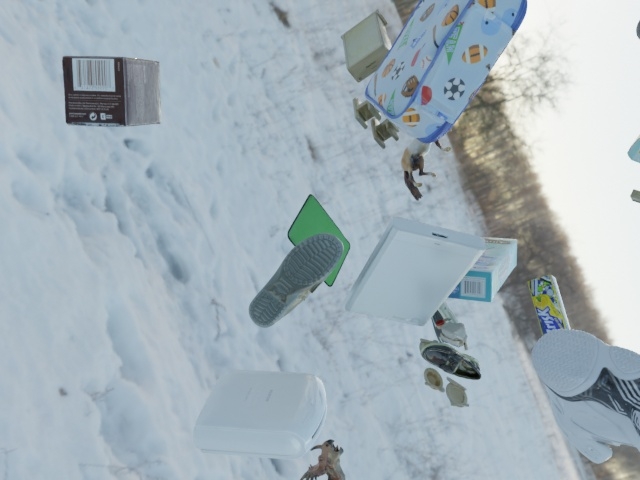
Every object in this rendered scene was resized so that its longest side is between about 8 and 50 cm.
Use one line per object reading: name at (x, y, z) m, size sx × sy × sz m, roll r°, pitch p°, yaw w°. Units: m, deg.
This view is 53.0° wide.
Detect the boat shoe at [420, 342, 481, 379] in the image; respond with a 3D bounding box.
boat shoe at (0.297, 0.272, 1.437) m, size 0.152 × 0.056 × 0.049 m, roll 18°, pitch 18°, yaw -15°

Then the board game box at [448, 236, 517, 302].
board game box at (0.344, 0.059, 1.640) m, size 0.336 × 0.253 × 0.079 m, roll -27°, pitch 118°, yaw -61°

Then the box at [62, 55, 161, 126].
box at (-0.524, -0.378, 1.635) m, size 0.203 × 0.168 × 0.167 m, roll -47°, pitch 139°, yaw -73°

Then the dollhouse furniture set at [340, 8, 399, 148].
dollhouse furniture set at (0.164, -0.380, 1.486) m, size 0.242 × 0.212 × 0.161 m, roll 42°, pitch 30°, yaw -36°

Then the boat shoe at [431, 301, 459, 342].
boat shoe at (0.342, 0.201, 1.965) m, size 0.084 × 0.079 × 0.233 m, roll -17°, pitch 78°, yaw -58°

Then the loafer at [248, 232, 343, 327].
loafer at (-0.052, 0.082, 1.378) m, size 0.094 × 0.251 × 0.087 m, roll 48°, pitch 2°, yaw 9°

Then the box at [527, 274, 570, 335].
box at (0.547, 0.172, 1.522) m, size 0.054 × 0.059 × 0.169 m, roll 22°, pitch 53°, yaw -53°

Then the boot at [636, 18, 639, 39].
boot at (0.767, -0.350, 1.257) m, size 0.305 × 0.112 × 0.115 m, roll 20°, pitch 32°, yaw -12°

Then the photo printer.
photo printer at (-0.140, 0.441, 1.649) m, size 0.256 × 0.307 × 0.107 m, roll -65°, pitch 152°, yaw -62°

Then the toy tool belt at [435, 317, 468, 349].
toy tool belt at (0.269, 0.195, 1.312) m, size 0.051 × 0.052 × 0.083 m, roll 65°, pitch -17°, yaw -16°

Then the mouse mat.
mouse mat at (0.000, 0.000, 1.553) m, size 0.190 × 0.007 × 0.153 m, roll 53°, pitch 46°, yaw -28°

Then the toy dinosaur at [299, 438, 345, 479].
toy dinosaur at (0.000, 0.715, 1.741) m, size 0.200 × 0.296 × 0.127 m, roll 32°, pitch -30°, yaw 9°

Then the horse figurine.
horse figurine at (0.292, -0.251, 1.812) m, size 0.066 × 0.263 × 0.174 m, roll 13°, pitch 23°, yaw -27°

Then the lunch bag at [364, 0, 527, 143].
lunch bag at (0.208, -0.332, 1.104) m, size 0.114 × 0.303 × 0.243 m, roll 28°, pitch 17°, yaw -23°

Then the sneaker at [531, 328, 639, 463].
sneaker at (0.530, 0.298, 1.065) m, size 0.365 × 0.137 × 0.210 m, roll 27°, pitch -28°, yaw 44°

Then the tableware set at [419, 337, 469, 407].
tableware set at (0.295, 0.311, 1.521) m, size 0.141 × 0.020 × 0.169 m, roll 26°, pitch 42°, yaw -17°

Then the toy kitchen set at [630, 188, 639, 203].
toy kitchen set at (0.671, -0.094, 1.264) m, size 0.083 × 0.075 × 0.068 m, roll 28°, pitch 2°, yaw 36°

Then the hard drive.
hard drive at (0.196, 0.077, 1.401) m, size 0.308 × 0.202 × 0.040 m, roll 115°, pitch -16°, yaw -48°

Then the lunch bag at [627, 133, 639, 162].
lunch bag at (1.088, -0.334, 1.946) m, size 0.223 × 0.262 × 0.160 m, roll 76°, pitch 1°, yaw -74°
